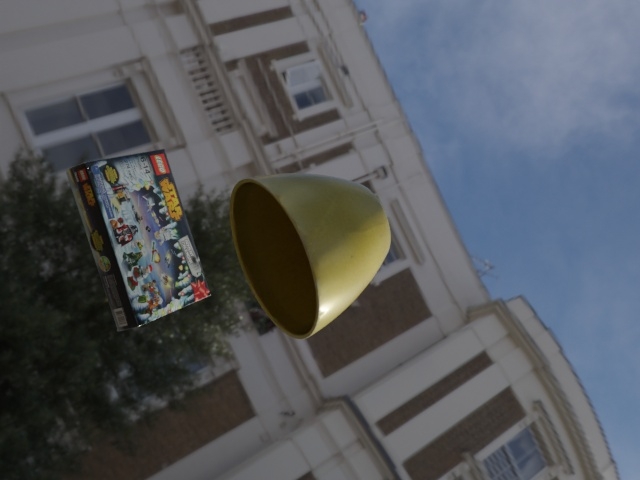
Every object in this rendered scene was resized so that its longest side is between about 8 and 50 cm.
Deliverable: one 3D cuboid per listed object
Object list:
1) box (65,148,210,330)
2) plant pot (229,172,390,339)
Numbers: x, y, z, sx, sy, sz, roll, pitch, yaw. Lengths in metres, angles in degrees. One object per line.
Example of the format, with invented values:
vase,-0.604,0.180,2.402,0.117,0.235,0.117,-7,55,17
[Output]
box,-0.149,-0.004,0.664,0.027,0.094,0.137,-15,-85,32
plant pot,0.000,0.000,0.645,0.134,0.095,0.134,42,-36,42
